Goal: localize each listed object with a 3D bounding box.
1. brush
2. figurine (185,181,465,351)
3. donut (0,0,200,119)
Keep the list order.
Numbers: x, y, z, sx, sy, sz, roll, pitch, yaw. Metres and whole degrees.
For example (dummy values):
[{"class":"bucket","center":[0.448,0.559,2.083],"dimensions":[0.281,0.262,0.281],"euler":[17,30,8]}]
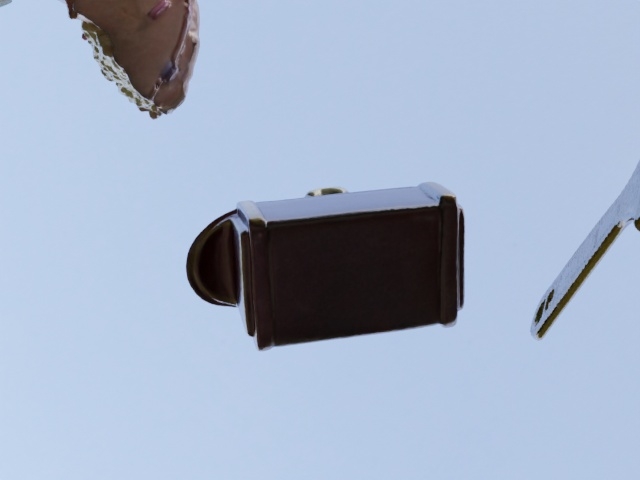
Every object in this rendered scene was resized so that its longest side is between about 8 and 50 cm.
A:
[{"class":"brush","center":[0.157,-0.006,0.750],"dimensions":[0.010,0.082,0.218],"euler":[21,-38,-2]},{"class":"figurine","center":[-0.001,0.001,0.793],"dimensions":[0.154,0.098,0.082],"euler":[-6,-60,-7]},{"class":"donut","center":[-0.131,-0.122,0.658],"dimensions":[0.166,0.065,0.117],"euler":[17,-109,-2]}]
